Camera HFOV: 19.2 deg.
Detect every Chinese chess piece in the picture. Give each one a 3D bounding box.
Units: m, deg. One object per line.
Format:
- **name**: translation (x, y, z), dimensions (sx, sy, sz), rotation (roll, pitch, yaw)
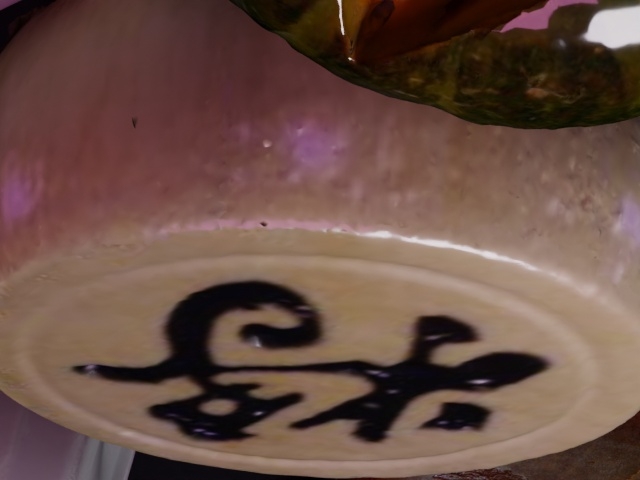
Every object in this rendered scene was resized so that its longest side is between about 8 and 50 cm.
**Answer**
- **Chinese chess piece**: translation (0.000, 0.000, 0.652), dimensions (0.257, 0.104, 0.257), rotation (2, 155, 1)

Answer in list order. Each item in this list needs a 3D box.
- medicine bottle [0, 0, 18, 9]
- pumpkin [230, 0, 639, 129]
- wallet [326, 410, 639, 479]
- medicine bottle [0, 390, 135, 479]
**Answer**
- **medicine bottle**: translation (-0.201, -0.124, 0.604), dimensions (0.324, 0.124, 0.179), rotation (-20, 141, 33)
- **pumpkin**: translation (0.054, -0.143, 0.471), dimensions (0.238, 0.159, 0.238), rotation (4, 118, 8)
- **wallet**: translation (0.081, 0.114, 0.867), dimensions (0.137, 0.031, 0.255), rotation (22, 142, -15)
- **medicine bottle**: translation (-0.226, 0.056, 0.792), dimensions (0.296, 0.161, 0.111), rotation (10, 142, 4)
